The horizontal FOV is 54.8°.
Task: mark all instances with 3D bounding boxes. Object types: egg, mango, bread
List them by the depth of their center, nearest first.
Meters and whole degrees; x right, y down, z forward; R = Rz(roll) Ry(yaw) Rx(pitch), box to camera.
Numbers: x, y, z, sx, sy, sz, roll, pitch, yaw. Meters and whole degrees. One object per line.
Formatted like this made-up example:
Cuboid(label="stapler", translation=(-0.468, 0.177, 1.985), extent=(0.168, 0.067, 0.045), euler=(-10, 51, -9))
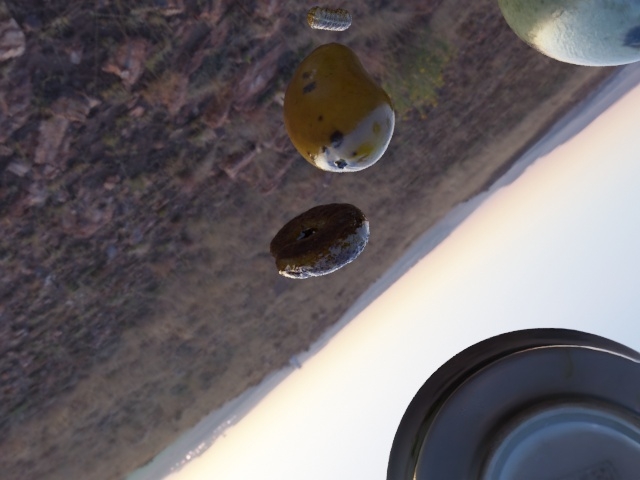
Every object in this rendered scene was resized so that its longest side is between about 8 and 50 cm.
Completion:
Cuboid(label="mango", translation=(0.014, -0.146, 0.686), extent=(0.115, 0.178, 0.090), euler=(-33, 143, 7))
Cuboid(label="bread", translation=(0.000, 0.000, 1.065), extent=(0.193, 0.064, 0.193), euler=(-19, -152, 10))
Cuboid(label="egg", translation=(0.554, -0.533, 1.247), extent=(0.344, 0.428, 0.345), euler=(-21, 138, -20))
Cuboid(label="bread", translation=(0.023, -0.544, 1.513), extent=(0.157, 0.044, 0.052), euler=(-19, 154, -51))

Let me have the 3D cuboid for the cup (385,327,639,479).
Cuboid(label="cup", translation=(0.219, 0.232, 0.543), extent=(0.347, 0.347, 0.163), euler=(-41, 156, -3))
